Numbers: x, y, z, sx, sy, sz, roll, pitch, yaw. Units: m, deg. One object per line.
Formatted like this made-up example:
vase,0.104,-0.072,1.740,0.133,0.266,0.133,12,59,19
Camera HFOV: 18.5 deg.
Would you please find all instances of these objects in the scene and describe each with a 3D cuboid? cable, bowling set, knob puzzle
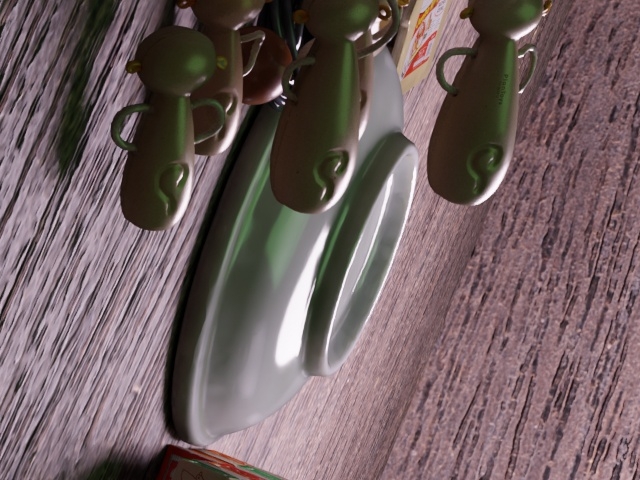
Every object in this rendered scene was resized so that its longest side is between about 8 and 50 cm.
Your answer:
cable,-0.006,-0.183,1.453,0.150,0.047,0.184,15,91,-84
bowling set,-0.024,-0.122,1.239,0.287,0.200,0.154,-7,123,-29
knob puzzle,0.098,-0.237,1.891,0.213,0.030,0.213,21,90,-79

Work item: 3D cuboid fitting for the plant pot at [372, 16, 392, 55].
plant pot,0.051,-0.236,1.451,0.236,0.032,0.236,13,90,-84

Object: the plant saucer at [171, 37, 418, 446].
plant saucer,0.000,0.000,1.662,0.400,0.100,0.400,20,90,-79

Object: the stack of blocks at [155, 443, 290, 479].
stack of blocks,-0.059,0.238,1.617,0.297,0.171,0.087,39,72,-78
